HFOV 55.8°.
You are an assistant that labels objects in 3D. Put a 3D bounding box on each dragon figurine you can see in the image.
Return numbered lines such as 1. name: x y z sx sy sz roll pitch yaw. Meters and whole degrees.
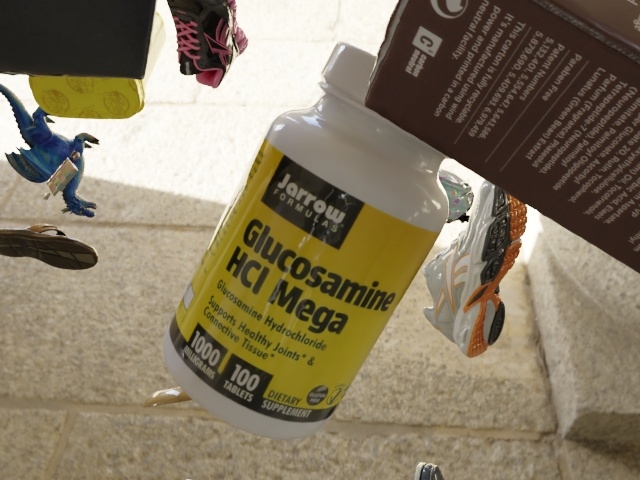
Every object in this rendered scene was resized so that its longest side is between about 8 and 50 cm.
1. dragon figurine: -0.494 -0.155 1.066 0.085 0.289 0.144 -4 54 49

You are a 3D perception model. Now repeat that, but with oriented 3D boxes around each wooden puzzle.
1. wooden puzzle: -0.374 -0.093 0.877 0.083 0.006 0.049 -51 44 -1

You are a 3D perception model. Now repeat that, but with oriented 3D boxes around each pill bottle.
1. pill bottle: 0.000 0.000 0.570 0.187 0.334 0.188 26 13 -7

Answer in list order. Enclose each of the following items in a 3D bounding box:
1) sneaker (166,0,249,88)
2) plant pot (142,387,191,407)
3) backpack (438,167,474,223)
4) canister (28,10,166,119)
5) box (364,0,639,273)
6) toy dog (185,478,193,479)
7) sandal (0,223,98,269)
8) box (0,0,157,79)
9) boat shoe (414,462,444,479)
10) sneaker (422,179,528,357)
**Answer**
1. sneaker: -0.087 -0.147 0.434 0.047 0.119 0.057 25 84 12
2. plant pot: -0.284 0.342 1.371 0.236 0.236 0.033 -8 78 -7
3. backpack: 0.250 -0.098 1.299 0.151 0.115 0.182 16 15 21
4. canister: -0.267 -0.227 0.750 0.126 0.073 0.170 1 44 0
5. box: 0.244 -0.090 0.406 0.381 0.143 0.191 32 56 6
6. toy dog: -0.257 0.651 1.215 0.219 0.161 0.334 -6 62 0
7. sandal: -0.537 0.002 1.166 0.219 0.090 0.060 8 50 1
8. box: -0.261 -0.450 0.399 0.297 0.480 0.472 -2 64 -23
9. boat shoe: 0.208 0.490 0.973 0.079 0.095 0.255 -21 62 33
10. sneaker: 0.194 0.028 0.828 0.099 0.263 0.121 -15 31 -40
